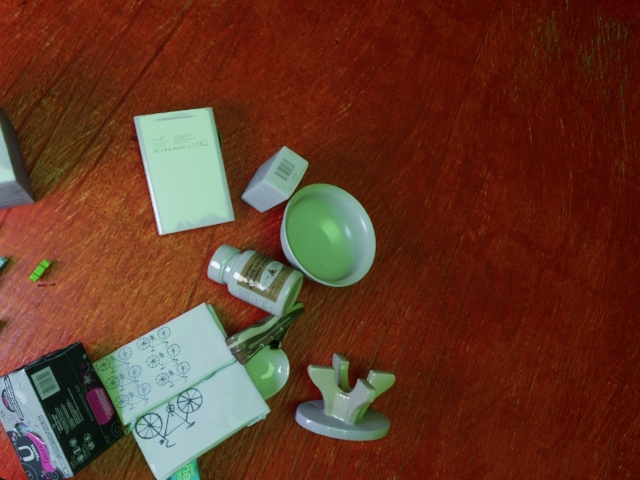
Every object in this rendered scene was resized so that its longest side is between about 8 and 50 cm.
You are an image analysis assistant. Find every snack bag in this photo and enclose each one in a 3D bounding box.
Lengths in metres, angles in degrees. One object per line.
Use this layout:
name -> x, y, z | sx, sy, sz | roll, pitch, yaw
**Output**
snack bag -> -0.342, 0.370, 1.253 | 0.323, 0.037, 0.343 | -27, 75, -23

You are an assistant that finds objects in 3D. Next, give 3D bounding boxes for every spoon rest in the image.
spoon rest -> -0.192, 0.399, 1.341 | 0.137, 0.084, 0.276 | 47, 70, -11

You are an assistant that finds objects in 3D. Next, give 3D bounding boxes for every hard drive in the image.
hard drive -> -0.358, -0.185, 1.337 | 0.203, 0.040, 0.308 | -13, 97, -20

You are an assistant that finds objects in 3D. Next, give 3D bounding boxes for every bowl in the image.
bowl -> 0.000, 0.000, 1.426 | 0.297, 0.134, 0.298 | 12, 67, -29

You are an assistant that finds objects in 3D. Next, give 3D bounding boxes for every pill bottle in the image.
pill bottle -> -0.172, 0.099, 1.325 | 0.229, 0.131, 0.131 | 24, 73, 10

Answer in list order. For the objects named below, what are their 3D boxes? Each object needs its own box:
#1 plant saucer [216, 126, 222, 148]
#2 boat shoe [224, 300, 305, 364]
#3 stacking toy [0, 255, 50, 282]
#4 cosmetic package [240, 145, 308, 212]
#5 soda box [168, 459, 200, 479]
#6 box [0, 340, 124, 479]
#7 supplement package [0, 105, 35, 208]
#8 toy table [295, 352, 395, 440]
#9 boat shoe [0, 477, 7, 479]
plant saucer -> -0.357, -0.270, 1.385 | 0.168, 0.029, 0.169 | 3, 82, -21
boat shoe -> -0.135, 0.252, 1.357 | 0.257, 0.095, 0.095 | -25, 85, -38
stacking toy -> -0.771, 0.093, 1.160 | 0.167, 0.052, 0.221 | 38, 69, -16
cosmetic package -> -0.129, -0.158, 1.355 | 0.085, 0.231, 0.117 | 34, 73, -15
soda box -> -0.328, 0.648, 1.240 | 0.071, 0.067, 0.210 | -7, 73, -23
box -> -0.587, 0.381, 1.115 | 0.247, 0.142, 0.163 | 66, 22, -3
supplement package -> -0.763, -0.175, 1.077 | 0.198, 0.262, 0.199 | -16, 89, -23
toy table -> 0.077, 0.429, 1.381 | 0.274, 0.252, 0.161 | 9, 97, -31
boat shoe -> -0.604, 0.581, 1.059 | 0.130, 0.132, 0.355 | -23, 127, 4
